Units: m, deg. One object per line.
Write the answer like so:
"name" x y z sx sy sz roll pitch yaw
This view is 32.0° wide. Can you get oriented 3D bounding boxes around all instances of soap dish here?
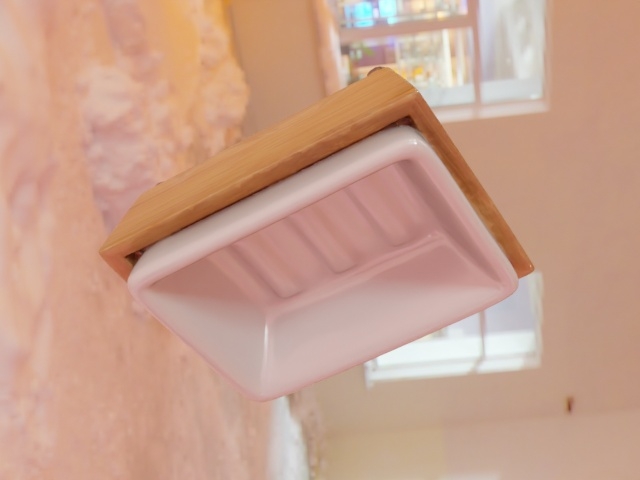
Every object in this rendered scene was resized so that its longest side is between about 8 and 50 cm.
"soap dish" 0.000 0.000 0.934 0.229 0.291 0.118 49 23 -40
